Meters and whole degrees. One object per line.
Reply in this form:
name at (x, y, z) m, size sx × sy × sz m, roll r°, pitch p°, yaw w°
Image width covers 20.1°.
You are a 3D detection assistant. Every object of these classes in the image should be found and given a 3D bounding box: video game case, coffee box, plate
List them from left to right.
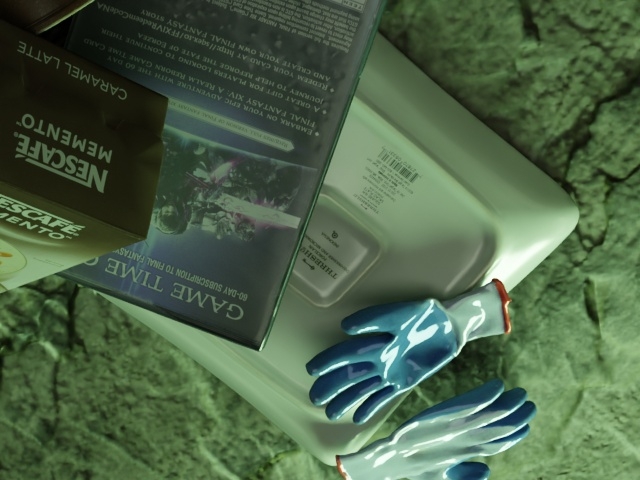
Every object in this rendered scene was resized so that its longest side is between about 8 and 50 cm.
coffee box at (-0.224, -0.041, 1.134) m, size 0.141 × 0.246 × 0.098 m, roll 23°, pitch 65°, yaw -33°
video game case at (-0.086, -0.084, 1.218) m, size 0.196 × 0.026 × 0.274 m, roll 21°, pitch 104°, yaw 4°
plate at (0.000, 0.000, 1.282) m, size 0.277 × 0.045 × 0.278 m, roll 39°, pitch 104°, yaw -15°

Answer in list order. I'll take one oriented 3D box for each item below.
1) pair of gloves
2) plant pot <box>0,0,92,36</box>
pair of gloves at (0.076, 0.116, 1.308) m, size 0.159 × 0.023 × 0.198 m, roll -21°, pitch 127°, yaw -6°
plant pot at (-0.169, -0.230, 1.091) m, size 0.167 × 0.167 × 0.165 m, roll -31°, pitch 104°, yaw 9°
